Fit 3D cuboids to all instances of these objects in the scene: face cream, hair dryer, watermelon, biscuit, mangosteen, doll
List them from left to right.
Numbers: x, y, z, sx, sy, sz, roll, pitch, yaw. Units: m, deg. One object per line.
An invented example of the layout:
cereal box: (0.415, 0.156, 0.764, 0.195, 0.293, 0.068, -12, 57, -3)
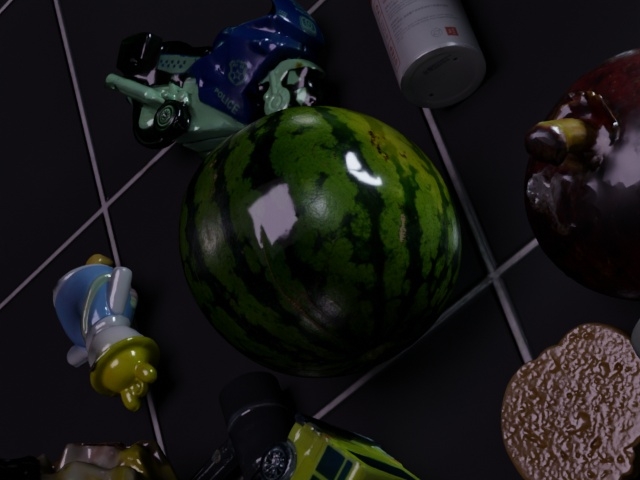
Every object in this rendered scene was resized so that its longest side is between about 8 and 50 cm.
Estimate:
doll: (-0.262, 0.112, 2.183, 0.135, 0.098, 0.241, -35, 47, 0)
hair dryer: (-0.106, 0.256, 1.980, 0.219, 0.071, 0.124, -46, 44, 31)
watermelon: (0.000, 0.000, 1.814, 0.285, 0.285, 0.285, -22, 57, 39)
face cream: (0.108, -0.254, 1.965, 0.096, 0.096, 0.214, -40, 47, 27)
biscuit: (0.251, 0.167, 1.654, 0.170, 0.050, 0.170, -13, 69, 36)
mangosteen: (0.271, -0.068, 1.579, 0.235, 0.261, 0.235, -21, 59, 41)

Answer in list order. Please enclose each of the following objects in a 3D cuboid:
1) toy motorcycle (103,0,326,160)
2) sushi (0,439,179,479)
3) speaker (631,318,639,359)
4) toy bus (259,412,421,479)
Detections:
toy motorcycle: (-0.112, -0.199, 2.161, 0.331, 0.125, 0.196, 2, 72, 44)
sushi: (-0.284, 0.392, 1.963, 0.328, 0.285, 0.328, -117, 23, -49)
speaker: (0.461, 0.046, 1.392, 0.406, 0.183, 0.184, -42, 52, 25)
toy bus: (-0.012, 0.325, 1.794, 0.150, 0.128, 0.262, 31, 94, 49)
